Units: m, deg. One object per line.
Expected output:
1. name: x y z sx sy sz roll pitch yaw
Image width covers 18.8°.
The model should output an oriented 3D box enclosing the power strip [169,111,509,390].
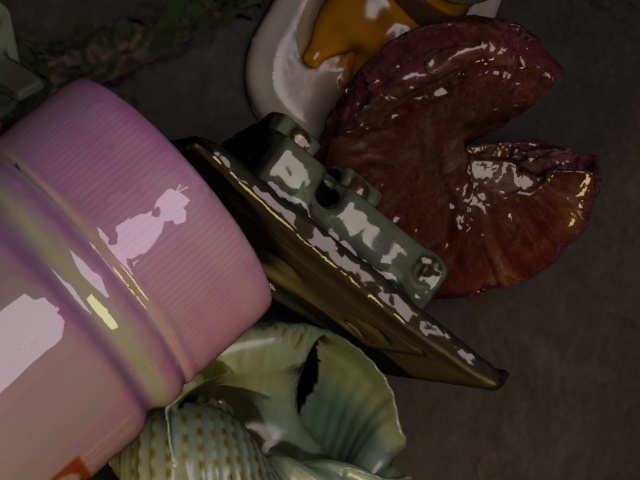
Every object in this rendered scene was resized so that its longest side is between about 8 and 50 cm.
1. power strip: 0.000 -0.001 1.302 0.257 0.251 0.092 38 74 -14

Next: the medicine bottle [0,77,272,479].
1. medicine bottle: -0.207 0.071 1.205 0.316 0.202 0.202 -41 101 -14

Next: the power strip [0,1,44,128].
1. power strip: -0.306 -0.075 1.222 0.261 0.141 0.229 -30 131 -30

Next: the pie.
1. pie: 0.101 -0.051 1.393 0.204 0.054 0.219 -36 120 12

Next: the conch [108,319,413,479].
1. conch: -0.047 0.141 1.350 0.200 0.131 0.172 3 87 -24

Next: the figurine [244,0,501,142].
1. figurine: 0.065 -0.170 1.384 0.166 0.141 0.250 39 78 -16
